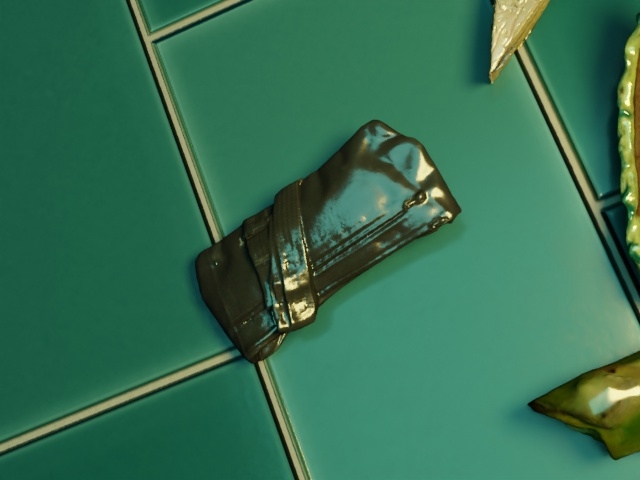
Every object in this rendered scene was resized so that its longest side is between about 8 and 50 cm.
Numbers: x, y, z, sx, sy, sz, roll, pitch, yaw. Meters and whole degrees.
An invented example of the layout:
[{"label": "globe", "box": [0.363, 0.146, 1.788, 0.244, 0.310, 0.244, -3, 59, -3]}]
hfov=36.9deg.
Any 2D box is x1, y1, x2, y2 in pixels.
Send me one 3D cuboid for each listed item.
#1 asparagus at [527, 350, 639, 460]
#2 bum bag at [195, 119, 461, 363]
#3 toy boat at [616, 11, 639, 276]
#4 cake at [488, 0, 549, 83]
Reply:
[{"label": "asparagus", "box": [0.338, 0.088, 0.777, 0.343, 0.082, 0.085, -25, 57, 5]}, {"label": "bum bag", "box": [0.000, 0.000, 0.871, 0.248, 0.060, 0.123, -34, 74, 5]}, {"label": "toy boat", "box": [0.303, -0.089, 0.809, 0.109, 0.099, 0.292, -5, 86, 10]}, {"label": "cake", "box": [0.170, -0.203, 0.881, 0.065, 0.052, 0.121, 28, 87, 10]}]
